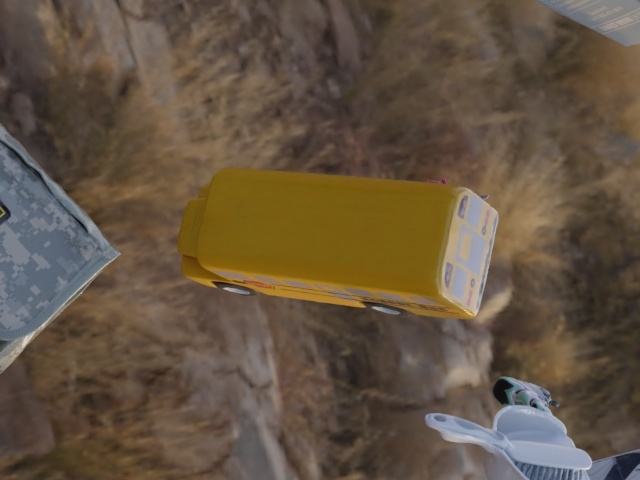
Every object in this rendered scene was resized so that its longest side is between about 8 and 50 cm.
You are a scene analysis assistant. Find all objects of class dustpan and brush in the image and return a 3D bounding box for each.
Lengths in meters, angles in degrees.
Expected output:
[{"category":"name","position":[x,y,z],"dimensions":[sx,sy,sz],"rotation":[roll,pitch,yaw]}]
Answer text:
[{"category":"dustpan and brush","position":[0.172,0.189,1.168],"dimensions":[0.211,0.060,0.147],"rotation":[13,34,-24]}]

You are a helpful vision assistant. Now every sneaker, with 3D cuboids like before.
[{"category":"sneaker","position":[0.237,0.181,1.425],"dimensions":[0.069,0.038,0.098],"rotation":[7,33,-43]}]

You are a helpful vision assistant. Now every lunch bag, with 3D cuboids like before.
[{"category":"lunch bag","position":[-0.365,0.020,1.284],"dimensions":[0.235,0.287,0.169],"rotation":[47,17,-1]}]

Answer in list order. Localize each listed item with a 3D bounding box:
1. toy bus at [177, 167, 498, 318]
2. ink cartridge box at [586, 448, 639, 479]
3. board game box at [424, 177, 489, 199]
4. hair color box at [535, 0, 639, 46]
[{"category":"toy bus","position":[0.000,0.000,1.275],"dimensions":[0.130,0.332,0.108],"rotation":[28,72,-56]},{"category":"ink cartridge box","position":[0.425,0.298,1.463],"dimensions":[0.065,0.332,0.165],"rotation":[60,15,-57]},{"category":"board game box","position":[0.135,-0.057,1.762],"dimensions":[0.133,0.168,0.033],"rotation":[-18,99,-26]},{"category":"hair color box","position":[0.136,-0.317,1.024],"dimensions":[0.185,0.374,0.113],"rotation":[-67,-169,-5]}]
